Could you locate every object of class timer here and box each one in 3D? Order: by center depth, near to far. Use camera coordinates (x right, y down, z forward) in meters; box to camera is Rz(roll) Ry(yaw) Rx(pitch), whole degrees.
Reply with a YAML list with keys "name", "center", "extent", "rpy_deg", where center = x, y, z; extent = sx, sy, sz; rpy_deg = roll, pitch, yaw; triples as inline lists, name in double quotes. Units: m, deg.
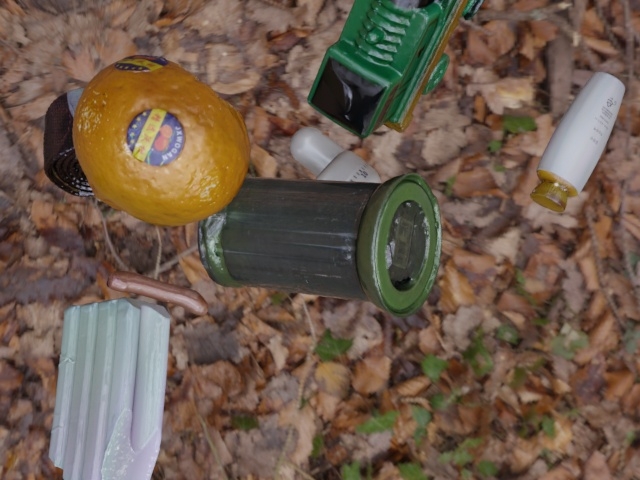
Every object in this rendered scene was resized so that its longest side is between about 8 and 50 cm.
- name: "timer"
  center: [-0.001, -0.076, 1.825]
  extent: [0.240, 0.233, 0.233]
  rpy_deg: [39, 89, 2]

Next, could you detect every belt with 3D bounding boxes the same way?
- name: "belt"
  center: [-0.321, -0.186, 1.620]
  extent: [0.289, 0.184, 0.164]
  rpy_deg: [-11, 60, 4]

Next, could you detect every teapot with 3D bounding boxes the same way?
- name: "teapot"
  center: [0.000, 0.000, 1.432]
  extent: [0.270, 0.337, 0.200]
  rpy_deg: [19, 78, -57]

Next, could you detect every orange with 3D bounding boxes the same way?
- name: "orange"
  center: [-0.156, -0.095, 0.942]
  extent: [0.177, 0.177, 0.155]
  rpy_deg: [24, 91, -16]

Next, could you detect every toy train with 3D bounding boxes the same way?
- name: "toy train"
  center: [0.117, -0.337, 1.550]
  extent: [0.178, 0.249, 0.429]
  rpy_deg: [34, 129, 11]

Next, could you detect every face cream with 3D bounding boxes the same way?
- name: "face cream"
  center: [0.322, -0.123, 1.209]
  extent: [0.072, 0.051, 0.182]
  rpy_deg: [32, 81, -28]

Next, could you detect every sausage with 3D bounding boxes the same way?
- name: "sausage"
  center: [-0.281, 0.089, 1.685]
  extent: [0.186, 0.043, 0.043]
  rpy_deg: [19, 95, -24]

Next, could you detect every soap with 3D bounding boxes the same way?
- name: "soap"
  center: [-0.388, 0.287, 1.781]
  extent: [0.115, 0.208, 0.347]
  rpy_deg: [20, 66, -47]
